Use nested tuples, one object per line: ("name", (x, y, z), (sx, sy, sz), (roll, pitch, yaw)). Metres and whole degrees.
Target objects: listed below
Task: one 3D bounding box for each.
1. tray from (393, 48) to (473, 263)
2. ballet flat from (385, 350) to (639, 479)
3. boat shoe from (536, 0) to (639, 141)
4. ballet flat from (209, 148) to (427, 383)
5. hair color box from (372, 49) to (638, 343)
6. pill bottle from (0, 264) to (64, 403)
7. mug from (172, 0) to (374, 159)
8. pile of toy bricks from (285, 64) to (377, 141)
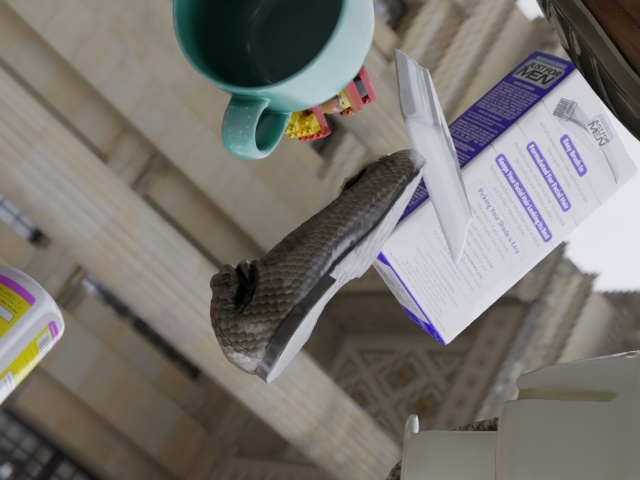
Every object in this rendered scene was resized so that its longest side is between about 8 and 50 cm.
("tray", (0.107, -0.090, 1.321), (0.030, 0.145, 0.270), (-18, -161, 8))
("ballet flat", (0.130, 0.124, 0.640), (0.483, 0.182, 0.164), (137, -27, -70))
("boat shoe", (0.252, -0.115, 0.961), (0.104, 0.111, 0.307), (-36, -112, 6))
("ballet flat", (0.000, 0.000, 0.815), (0.250, 0.058, 0.084), (-48, 166, -55))
("hair color box", (0.214, -0.056, 1.757), (0.339, 0.185, 0.110), (-40, -149, -7))
("pill bottle", (-0.145, 0.051, 0.570), (0.043, 0.043, 0.083), (-9, -146, 48))
("mug", (-0.036, -0.147, 1.002), (0.129, 0.097, 0.158), (45, -83, 19))
("pile of toy bricks", (-0.050, -0.169, 1.147), (0.118, 0.212, 0.105), (-8, -158, 48))
